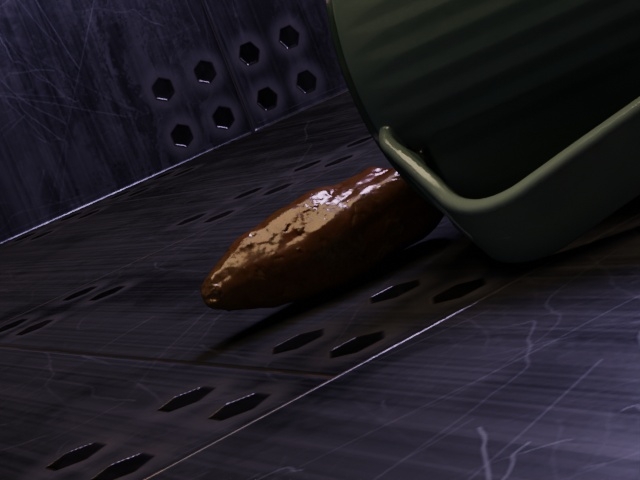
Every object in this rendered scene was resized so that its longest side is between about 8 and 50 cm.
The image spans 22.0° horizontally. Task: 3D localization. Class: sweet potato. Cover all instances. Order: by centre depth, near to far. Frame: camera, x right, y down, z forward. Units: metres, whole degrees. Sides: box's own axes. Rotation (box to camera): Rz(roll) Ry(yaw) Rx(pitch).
[{"bbox_3d":[0.000,0.000,1.483,0.252,0.097,0.097,-24,9,-22],"label":"sweet potato"}]

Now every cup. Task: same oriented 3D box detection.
[{"bbox_3d":[0.236,-0.173,1.396,0.392,0.401,0.310,-21,-22,34],"label":"cup"}]
